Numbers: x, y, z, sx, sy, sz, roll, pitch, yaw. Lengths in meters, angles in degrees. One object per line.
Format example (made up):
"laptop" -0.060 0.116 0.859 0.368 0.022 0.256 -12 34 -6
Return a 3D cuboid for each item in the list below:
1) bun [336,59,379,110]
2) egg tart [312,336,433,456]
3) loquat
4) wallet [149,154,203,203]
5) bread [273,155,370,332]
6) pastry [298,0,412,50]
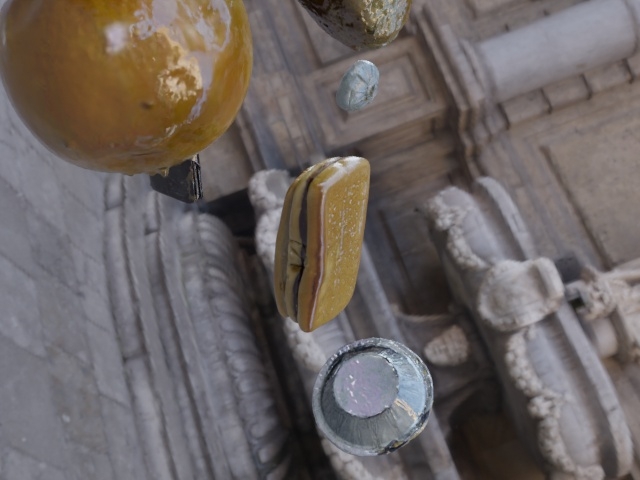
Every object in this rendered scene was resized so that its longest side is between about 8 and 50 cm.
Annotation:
"bun" 0.057 -0.227 1.173 0.045 0.083 0.083 28 -15 17
"egg tart" 0.091 0.279 1.453 0.094 0.234 0.234 62 5 -53
"loquat" -0.244 -0.243 0.996 0.328 0.328 0.328 159 -90 -90
"wallet" -0.247 -0.173 1.258 0.122 0.031 0.232 18 -54 31
"bread" 0.000 0.000 0.884 0.077 0.116 0.200 24 -57 30
"pastry" 0.027 -0.270 0.845 0.153 0.081 0.153 41 0 0
